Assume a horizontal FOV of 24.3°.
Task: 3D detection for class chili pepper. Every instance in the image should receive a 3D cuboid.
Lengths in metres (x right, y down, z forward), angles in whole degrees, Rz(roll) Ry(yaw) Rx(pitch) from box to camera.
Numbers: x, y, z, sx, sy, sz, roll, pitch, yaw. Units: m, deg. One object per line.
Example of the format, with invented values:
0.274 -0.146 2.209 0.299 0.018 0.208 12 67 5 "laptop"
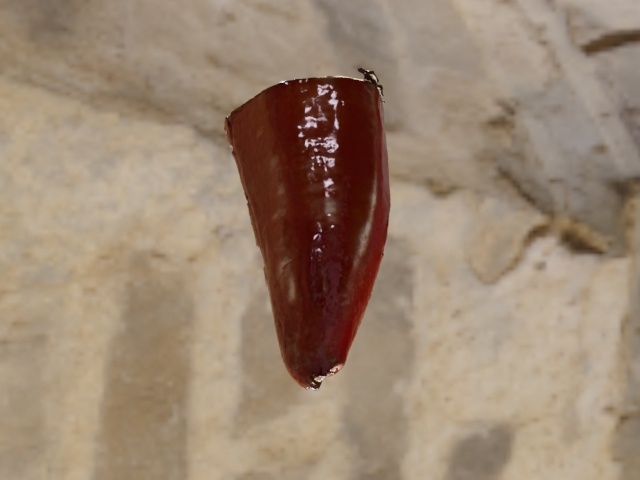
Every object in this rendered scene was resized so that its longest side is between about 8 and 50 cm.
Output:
-0.005 0.000 0.749 0.065 0.088 0.169 52 -151 -52 "chili pepper"
